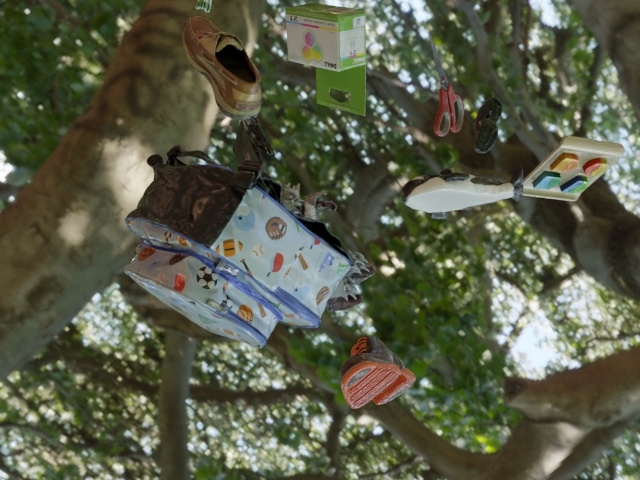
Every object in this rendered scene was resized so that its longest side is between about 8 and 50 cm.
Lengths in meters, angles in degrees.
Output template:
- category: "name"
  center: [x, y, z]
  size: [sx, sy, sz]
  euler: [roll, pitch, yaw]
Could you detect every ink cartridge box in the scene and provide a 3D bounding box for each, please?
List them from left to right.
- category: "ink cartridge box"
  center: [0.015, -0.431, 2.011]
  size: [0.097, 0.255, 0.189]
  euler: [-23, -148, -37]

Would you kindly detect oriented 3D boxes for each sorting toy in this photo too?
- category: "sorting toy"
  center: [0.618, -0.168, 2.051]
  size: [0.208, 0.193, 0.038]
  euler: [122, -35, -48]

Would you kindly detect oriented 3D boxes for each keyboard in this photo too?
- category: "keyboard"
  center: [-0.109, -0.143, 1.470]
  size: [0.192, 0.038, 0.100]
  euler: [-115, -144, -44]

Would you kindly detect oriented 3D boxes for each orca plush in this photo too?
- category: "orca plush"
  center: [0.313, -0.138, 1.879]
  size: [0.287, 0.151, 0.102]
  euler: [-14, -124, -3]

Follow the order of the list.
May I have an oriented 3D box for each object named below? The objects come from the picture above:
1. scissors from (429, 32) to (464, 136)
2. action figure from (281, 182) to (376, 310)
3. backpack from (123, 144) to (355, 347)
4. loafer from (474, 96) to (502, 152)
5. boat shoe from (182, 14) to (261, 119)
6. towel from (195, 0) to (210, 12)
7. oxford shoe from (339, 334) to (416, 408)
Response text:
- category: "scissors"
  center: [0.317, -0.398, 2.102]
  size: [0.109, 0.297, 0.021]
  euler: [-31, -142, -28]
- category: "action figure"
  center: [0.000, 0.000, 1.567]
  size: [0.099, 0.285, 0.185]
  euler: [-15, -140, 25]
- category: "backpack"
  center: [-0.101, 0.020, 1.073]
  size: [0.276, 0.263, 0.213]
  euler: [20, -97, 57]
- category: "loafer"
  center: [0.439, -0.301, 2.226]
  size: [0.061, 0.062, 0.170]
  euler: [-21, -137, 56]
- category: "boat shoe"
  center: [-0.218, -0.425, 1.934]
  size: [0.122, 0.120, 0.324]
  euler: [-15, -122, -31]
- category: "towel"
  center: [-0.171, -0.434, 1.296]
  size: [0.113, 0.023, 0.152]
  euler: [-113, -147, -72]
- category: "oxford shoe"
  center: [0.072, 0.205, 1.338]
  size: [0.097, 0.271, 0.098]
  euler: [-38, -111, 5]
